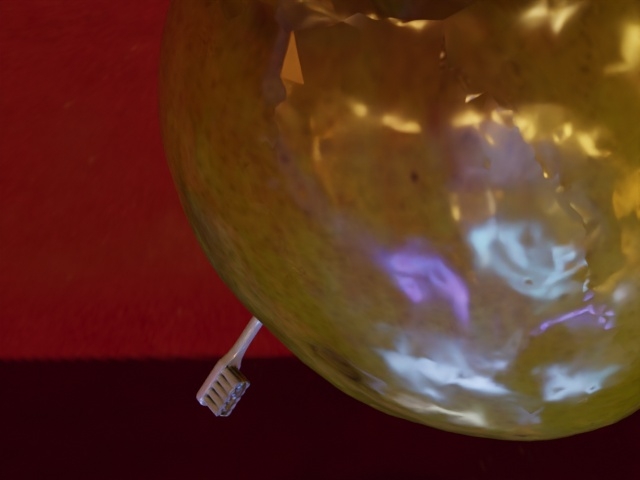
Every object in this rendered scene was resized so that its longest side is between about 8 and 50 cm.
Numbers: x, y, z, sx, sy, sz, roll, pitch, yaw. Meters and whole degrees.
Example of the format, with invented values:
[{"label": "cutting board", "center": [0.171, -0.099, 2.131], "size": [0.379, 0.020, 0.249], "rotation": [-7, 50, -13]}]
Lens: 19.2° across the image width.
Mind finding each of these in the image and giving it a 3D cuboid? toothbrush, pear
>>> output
[{"label": "toothbrush", "center": [-0.001, -0.002, 1.440], "size": [0.030, 0.025, 0.342], "rotation": [45, 112, 32]}, {"label": "pear", "center": [0.050, -0.040, 0.548], "size": [0.200, 0.200, 0.200], "rotation": [0, 99, -2]}]
